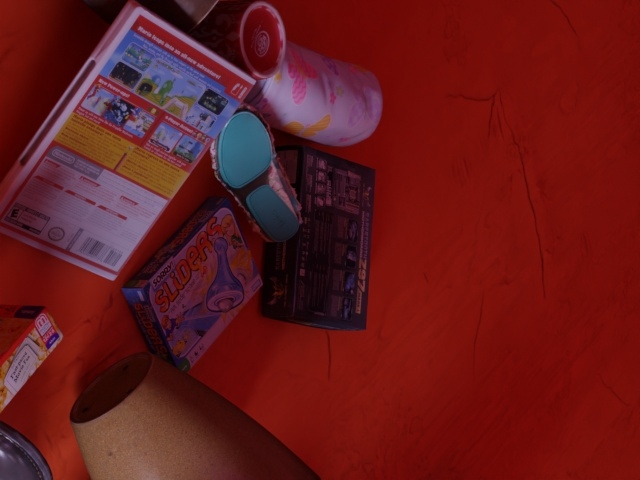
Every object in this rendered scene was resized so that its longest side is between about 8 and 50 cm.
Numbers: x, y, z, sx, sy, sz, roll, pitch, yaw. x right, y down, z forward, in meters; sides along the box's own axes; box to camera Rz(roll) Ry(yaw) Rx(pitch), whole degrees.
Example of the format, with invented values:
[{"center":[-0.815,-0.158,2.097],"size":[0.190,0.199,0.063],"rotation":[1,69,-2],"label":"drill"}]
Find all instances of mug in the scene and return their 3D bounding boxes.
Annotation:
[{"center":[-0.133,-0.213,1.881],"size":[0.113,0.169,0.150],"rotation":[-1,91,-56],"label":"mug"}]

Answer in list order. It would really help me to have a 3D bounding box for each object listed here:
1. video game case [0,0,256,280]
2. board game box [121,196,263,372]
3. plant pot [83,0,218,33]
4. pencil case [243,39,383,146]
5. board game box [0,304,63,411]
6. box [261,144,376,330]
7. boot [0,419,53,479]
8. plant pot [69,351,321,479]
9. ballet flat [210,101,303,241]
[{"center":[-0.217,-0.103,1.748],"size":[0.285,0.025,0.204],"rotation":[-54,139,7],"label":"video game case"},{"center":[-0.154,0.056,1.968],"size":[0.201,0.035,0.136],"rotation":[-51,130,-43],"label":"board game box"},{"center":[-0.231,-0.355,1.738],"size":[0.230,0.215,0.215],"rotation":[30,65,-35],"label":"plant pot"},{"center":[-0.030,-0.201,2.082],"size":[0.273,0.113,0.124],"rotation":[11,68,-55],"label":"pencil case"},{"center":[-0.365,0.140,1.566],"size":[0.193,0.147,0.045],"rotation":[-55,133,-40],"label":"board game box"},{"center":[0.000,0.000,2.171],"size":[0.183,0.059,0.232],"rotation":[13,78,-54],"label":"box"},{"center":[-0.364,0.319,1.556],"size":[0.229,0.091,0.263],"rotation":[-49,158,-45],"label":"boot"},{"center":[-0.161,0.256,1.821],"size":[0.254,0.237,0.237],"rotation":[54,46,-20],"label":"plant pot"},{"center":[-0.091,-0.092,2.009],"size":[0.091,0.077,0.241],"rotation":[-28,135,-8],"label":"ballet flat"}]
